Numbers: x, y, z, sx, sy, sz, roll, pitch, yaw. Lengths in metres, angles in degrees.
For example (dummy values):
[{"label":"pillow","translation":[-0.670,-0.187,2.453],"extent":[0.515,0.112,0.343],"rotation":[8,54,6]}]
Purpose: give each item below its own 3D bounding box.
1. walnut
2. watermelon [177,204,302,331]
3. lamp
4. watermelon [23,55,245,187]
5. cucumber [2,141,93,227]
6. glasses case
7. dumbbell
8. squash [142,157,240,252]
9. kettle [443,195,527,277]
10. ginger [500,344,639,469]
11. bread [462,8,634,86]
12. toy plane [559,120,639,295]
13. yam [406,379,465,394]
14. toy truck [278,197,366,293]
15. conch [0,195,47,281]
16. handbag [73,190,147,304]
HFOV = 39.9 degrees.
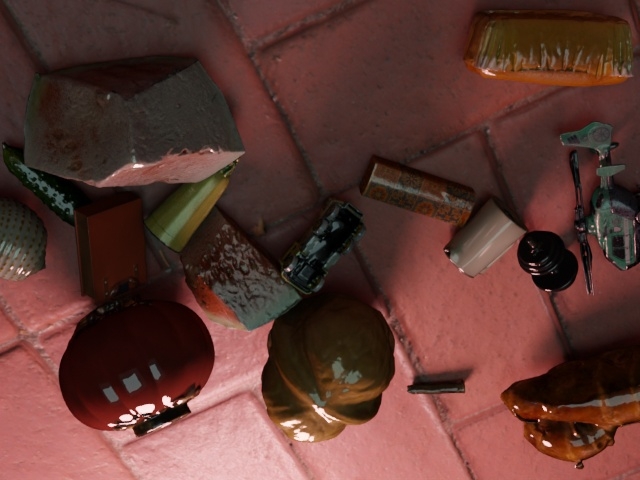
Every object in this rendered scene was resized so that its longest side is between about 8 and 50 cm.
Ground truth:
[{"label":"walnut","translation":[0.012,0.247,1.747],"extent":[0.282,0.277,0.253],"rotation":[-21,112,17]},{"label":"watermelon","translation":[-0.182,0.051,1.723],"extent":[0.193,0.140,0.257],"rotation":[-31,108,1]},{"label":"lamp","translation":[-0.352,0.241,1.697],"extent":[0.303,0.303,0.257],"rotation":[-28,79,8]},{"label":"watermelon","translation":[-0.320,-0.184,1.496],"extent":[0.387,0.258,0.228],"rotation":[1,113,-6]},{"label":"cucumber","translation":[-0.501,-0.099,1.630],"extent":[0.069,0.069,0.227],"rotation":[-41,112,14]},{"label":"glasses case","translation":[0.190,-0.093,1.713],"extent":[0.218,0.049,0.075],"rotation":[17,114,-14]},{"label":"dumbbell","translation":[0.457,0.043,1.769],"extent":[0.099,0.099,0.208],"rotation":[-38,138,13]},{"label":"squash","translation":[-0.230,-0.081,1.652],"extent":[0.094,0.094,0.224],"rotation":[40,100,-22]},{"label":"kettle","translation":[0.329,-0.005,1.759],"extent":[0.098,0.127,0.148],"rotation":[46,110,10]},{"label":"ginger","translation":[0.623,0.356,1.918],"extent":[0.418,0.176,0.254],"rotation":[-20,121,10]},{"label":"bread","translation":[0.400,-0.341,1.555],"extent":[0.288,0.152,0.119],"rotation":[0,111,-7]},{"label":"toy plane","translation":[0.573,-0.068,1.744],"extent":[0.155,0.106,0.382],"rotation":[-10,123,12]},{"label":"yam","translation":[0.254,0.325,1.946],"extent":[0.129,0.033,0.027],"rotation":[-1,144,-1]},{"label":"toy truck","translation":[0.000,0.000,1.706],"extent":[0.085,0.116,0.191],"rotation":[35,99,-21]},{"label":"conch","translation":[-0.583,-0.019,1.619],"extent":[0.131,0.172,0.200],"rotation":[-38,109,-24]},{"label":"handbag","translation":[-0.396,0.015,1.668],"extent":[0.127,0.062,0.190],"rotation":[-27,128,-43]}]
